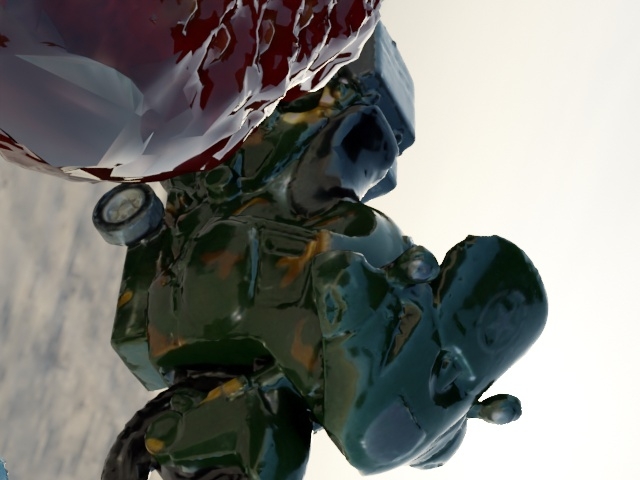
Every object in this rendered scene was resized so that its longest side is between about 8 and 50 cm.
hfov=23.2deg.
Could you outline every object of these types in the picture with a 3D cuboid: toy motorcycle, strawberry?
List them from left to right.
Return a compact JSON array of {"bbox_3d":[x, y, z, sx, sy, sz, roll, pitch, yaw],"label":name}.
[{"bbox_3d":[-0.046,-0.155,0.424,0.261,0.257,0.261,-27,140,-26],"label":"strawberry"},{"bbox_3d":[0.000,0.000,0.662,0.275,0.187,0.125,-89,156,-43],"label":"toy motorcycle"}]

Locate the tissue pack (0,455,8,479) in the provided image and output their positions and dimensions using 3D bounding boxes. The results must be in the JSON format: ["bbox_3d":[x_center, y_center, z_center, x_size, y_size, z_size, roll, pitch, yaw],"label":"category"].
[{"bbox_3d":[-0.237,0.109,0.414,0.201,0.124,0.271,-32,-178,37],"label":"tissue pack"}]
